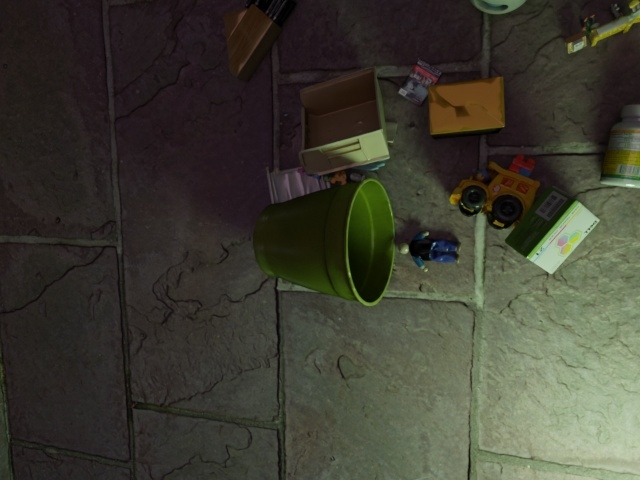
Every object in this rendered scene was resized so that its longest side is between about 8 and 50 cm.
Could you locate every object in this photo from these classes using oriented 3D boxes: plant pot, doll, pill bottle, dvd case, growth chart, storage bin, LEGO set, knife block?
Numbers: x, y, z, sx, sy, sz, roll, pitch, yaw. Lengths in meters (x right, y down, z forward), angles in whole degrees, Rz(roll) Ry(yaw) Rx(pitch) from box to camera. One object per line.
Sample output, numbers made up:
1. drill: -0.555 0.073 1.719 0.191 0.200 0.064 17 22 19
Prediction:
1. plant pot: 0.000 0.000 1.432 0.353 0.366 0.366 1 98 29
2. doll: 0.337 0.034 1.466 0.189 0.046 0.129 7 98 16
3. pill bottle: 0.826 -0.247 1.244 0.117 0.117 0.208 10 100 16
4. dvd case: 0.303 -0.480 1.428 0.087 0.013 0.119 35 104 10
5. growth chart: -0.071 -0.172 1.577 0.237 0.021 0.172 -2 97 17
6. storage bin: 0.061 -0.349 1.391 0.260 0.123 0.262 -12 56 16
7. LEGO set: 0.776 -0.610 1.217 0.287 0.132 0.107 -28 76 51
8. LEGO set: 0.041 -0.229 1.489 0.227 0.087 0.093 18 97 6
9. knife block: -0.181 -0.674 1.511 0.242 0.088 0.276 -4 95 18

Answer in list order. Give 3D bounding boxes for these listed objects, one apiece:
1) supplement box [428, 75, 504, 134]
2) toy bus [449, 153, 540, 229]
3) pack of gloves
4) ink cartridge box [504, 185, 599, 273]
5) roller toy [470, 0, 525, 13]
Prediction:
1. supplement box: 0.405 -0.364 1.316 0.191 0.194 0.129 -2 96 17
2. toy bus: 0.511 -0.154 1.348 0.220 0.149 0.211 25 90 15
3. pack of gloves: 0.105 -0.309 1.440 0.232 0.046 0.195 8 63 16
4. ink cartridge box: 0.655 -0.004 1.266 0.255 0.097 0.189 26 108 -31
5. roller toy: 0.492 -0.731 1.270 0.191 0.146 0.209 -26 83 9
